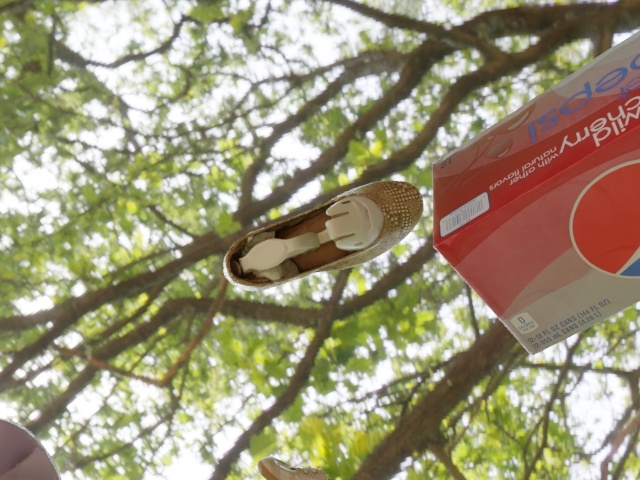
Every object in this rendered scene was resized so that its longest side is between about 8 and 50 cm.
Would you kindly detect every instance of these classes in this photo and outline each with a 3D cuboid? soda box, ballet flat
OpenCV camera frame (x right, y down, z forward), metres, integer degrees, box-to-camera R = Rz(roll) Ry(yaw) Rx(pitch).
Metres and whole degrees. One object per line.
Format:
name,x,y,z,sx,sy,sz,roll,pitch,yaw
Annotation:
soda box,0.182,-0.054,0.426,0.263,0.092,0.083,-33,-155,26
ballet flat,0.000,0.000,0.869,0.206,0.067,0.073,-25,-95,10

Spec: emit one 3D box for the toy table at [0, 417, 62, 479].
toy table,-0.388,0.351,1.083,0.252,0.161,0.274,-20,-94,-11

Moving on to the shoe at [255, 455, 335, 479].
shoe,0.007,0.359,1.324,0.058,0.219,0.076,-59,-165,-5
